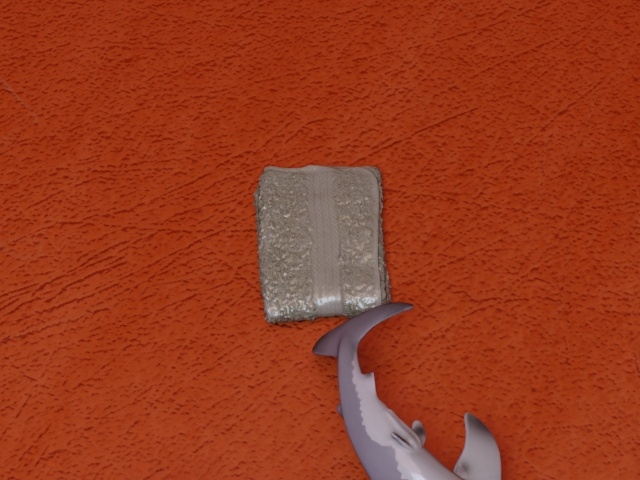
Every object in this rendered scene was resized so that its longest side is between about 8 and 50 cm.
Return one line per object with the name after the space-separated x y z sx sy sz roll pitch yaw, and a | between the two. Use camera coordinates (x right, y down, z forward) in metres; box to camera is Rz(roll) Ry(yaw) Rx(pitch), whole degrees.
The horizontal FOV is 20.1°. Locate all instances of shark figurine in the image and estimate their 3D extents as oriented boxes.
0.057 0.174 1.316 0.278 0.116 0.166 48 37 19 | shark figurine

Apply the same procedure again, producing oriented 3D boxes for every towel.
0.000 0.000 1.467 0.110 0.027 0.148 -4 57 2 | towel
